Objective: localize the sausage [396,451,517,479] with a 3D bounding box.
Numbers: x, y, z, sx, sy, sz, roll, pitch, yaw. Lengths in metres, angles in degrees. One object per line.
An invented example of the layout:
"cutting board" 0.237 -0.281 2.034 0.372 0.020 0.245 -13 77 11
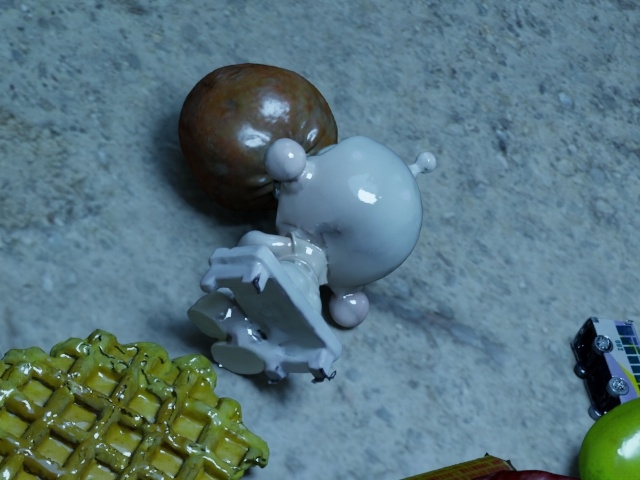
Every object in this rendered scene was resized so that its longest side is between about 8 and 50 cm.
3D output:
"sausage" 0.002 0.239 1.227 0.371 0.082 0.082 -8 53 -36

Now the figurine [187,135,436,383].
"figurine" 0.003 -0.005 1.394 0.182 0.144 0.257 44 58 -12

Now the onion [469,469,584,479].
"onion" 0.146 0.304 1.123 0.273 0.273 0.285 40 22 15

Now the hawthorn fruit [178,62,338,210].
"hawthorn fruit" -0.074 -0.112 1.495 0.189 0.149 0.149 44 49 18

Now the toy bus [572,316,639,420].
"toy bus" 0.277 0.123 1.485 0.058 0.052 0.102 3 50 -20

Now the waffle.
"waffle" -0.170 0.183 1.254 0.291 0.051 0.291 13 47 -14

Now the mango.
"mango" 0.308 0.188 1.403 0.163 0.089 0.117 11 76 -17
